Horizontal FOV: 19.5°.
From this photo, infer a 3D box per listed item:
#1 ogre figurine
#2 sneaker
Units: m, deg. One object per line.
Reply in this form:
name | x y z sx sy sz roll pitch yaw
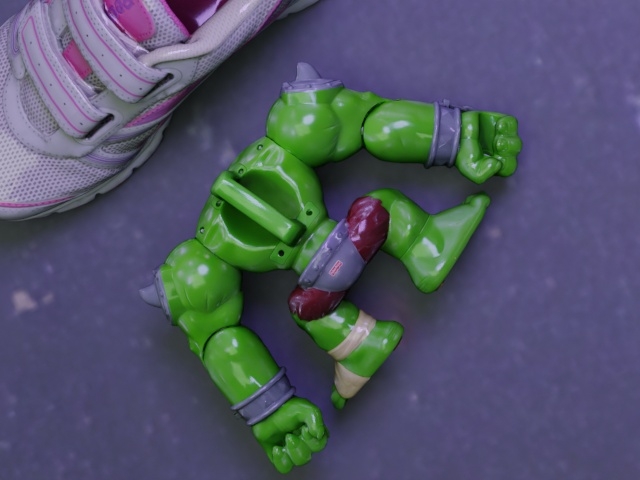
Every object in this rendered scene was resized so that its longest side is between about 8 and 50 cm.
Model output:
ogre figurine | 0.000 0.000 0.900 0.118 0.097 0.197 35 111 -5
sneaker | -0.097 -0.104 0.901 0.252 0.111 0.103 -42 86 11
